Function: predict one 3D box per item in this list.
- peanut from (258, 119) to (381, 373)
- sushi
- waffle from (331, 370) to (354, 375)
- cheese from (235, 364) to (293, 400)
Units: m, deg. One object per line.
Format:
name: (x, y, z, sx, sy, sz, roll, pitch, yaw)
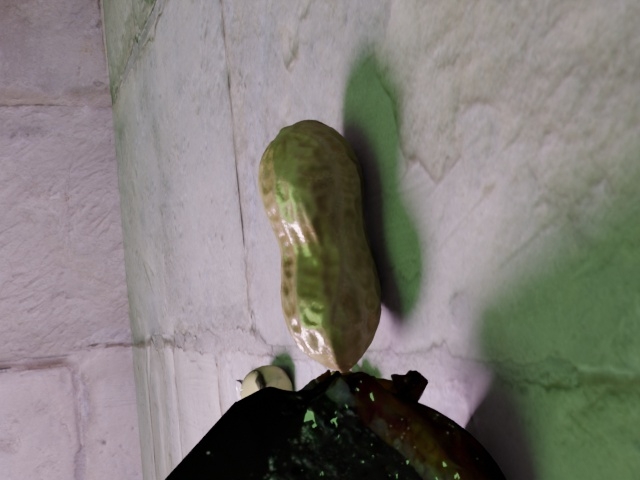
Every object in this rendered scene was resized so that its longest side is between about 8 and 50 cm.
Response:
peanut: (0.000, 0.000, 0.971, 0.136, 0.120, 0.299, 32, -136, -67)
sushi: (0.040, 0.216, 0.750, 0.227, 0.212, 0.215, 41, 179, 18)
waffle: (0.040, 0.290, 1.010, 0.280, 0.060, 0.262, -161, 68, -68)
cheese: (-0.102, 0.255, 1.403, 0.251, 0.054, 0.127, 178, 88, -71)
